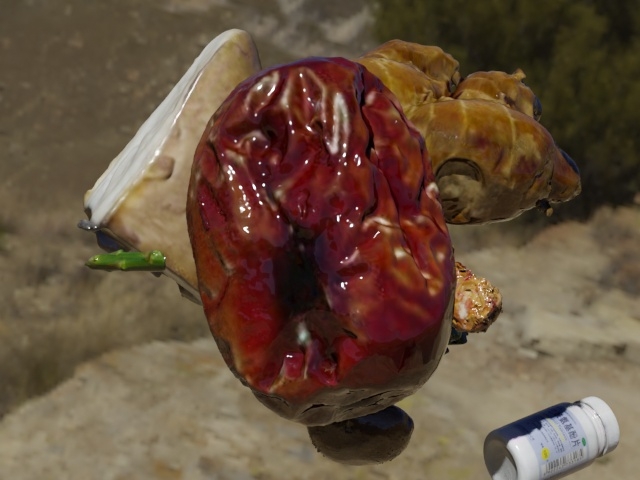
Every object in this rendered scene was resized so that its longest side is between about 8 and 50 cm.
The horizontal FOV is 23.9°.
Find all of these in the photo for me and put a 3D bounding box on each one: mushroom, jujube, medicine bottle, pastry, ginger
[{"bbox_3d":[0.043,0.214,1.754,0.127,0.087,0.127,3,-25,1],"label":"mushroom"},{"bbox_3d":[-0.002,-0.001,1.607,0.276,0.377,0.276,-9,-22,-4],"label":"jujube"},{"bbox_3d":[0.339,0.298,2.215,0.186,0.103,0.103,-17,28,-27],"label":"medicine bottle"},{"bbox_3d":[-0.150,-0.109,2.317,0.313,0.397,0.224,35,-9,-20],"label":"mushroom"},{"bbox_3d":[0.157,0.065,1.872,0.169,0.087,0.063,29,7,42],"label":"pastry"},{"bbox_3d":[0.152,-0.133,1.878,0.357,0.152,0.274,26,31,16],"label":"ginger"}]

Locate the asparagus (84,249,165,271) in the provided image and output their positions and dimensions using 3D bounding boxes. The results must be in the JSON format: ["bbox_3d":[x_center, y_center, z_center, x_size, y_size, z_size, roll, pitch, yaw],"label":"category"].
[{"bbox_3d":[-0.216,0.023,1.691,0.108,0.025,0.021,-1,6,26],"label":"asparagus"}]

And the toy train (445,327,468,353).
[{"bbox_3d":[0.134,0.125,2.133,0.170,0.071,0.111,-7,13,37],"label":"toy train"}]
